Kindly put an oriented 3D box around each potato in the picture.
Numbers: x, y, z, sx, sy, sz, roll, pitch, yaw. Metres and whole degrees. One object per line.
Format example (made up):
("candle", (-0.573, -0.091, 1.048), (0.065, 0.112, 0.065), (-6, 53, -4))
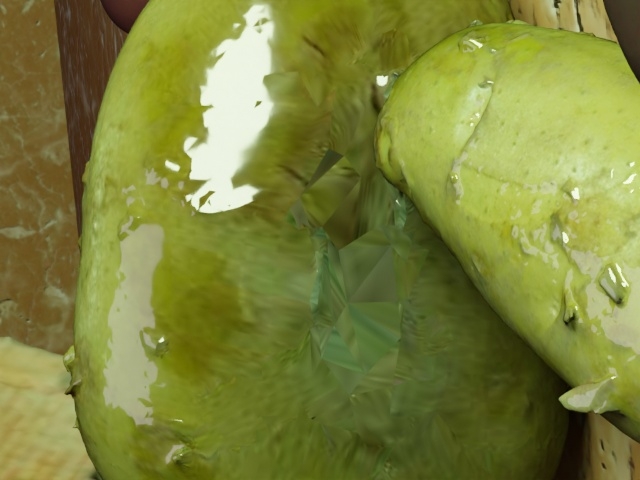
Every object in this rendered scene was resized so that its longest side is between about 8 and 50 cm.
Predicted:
("potato", (0.000, 0.000, 0.648), (0.173, 0.210, 0.308), (180, 91, -77))
("potato", (0.089, -0.009, 0.498), (0.188, 0.085, 0.105), (38, 106, 41))

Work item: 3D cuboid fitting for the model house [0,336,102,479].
("model house", (-0.074, 0.210, 0.720), (0.267, 0.324, 0.194), (-62, -23, -59))

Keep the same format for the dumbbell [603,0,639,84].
("dumbbell", (0.141, 0.005, 0.254), (0.140, 0.124, 0.225), (106, 153, -56))

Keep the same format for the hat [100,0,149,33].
("hat", (-0.142, -0.231, 1.292), (0.205, 0.089, 0.206), (173, 90, -75))
